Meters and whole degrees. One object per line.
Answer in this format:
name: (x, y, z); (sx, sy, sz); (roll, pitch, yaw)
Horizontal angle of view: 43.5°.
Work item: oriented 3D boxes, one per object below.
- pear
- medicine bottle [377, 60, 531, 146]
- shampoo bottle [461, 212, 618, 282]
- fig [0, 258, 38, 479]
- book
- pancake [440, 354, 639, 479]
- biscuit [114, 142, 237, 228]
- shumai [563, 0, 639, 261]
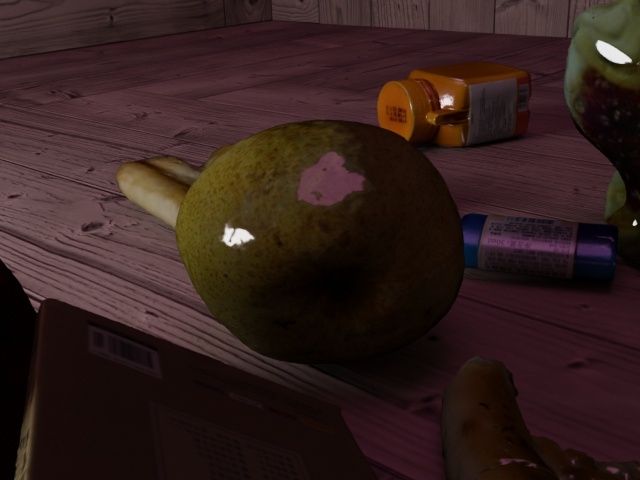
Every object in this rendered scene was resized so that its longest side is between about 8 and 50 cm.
pear: (0.000, 0.000, 0.636); (0.228, 0.189, 0.211); (-5, 14, -7)
medicine bottle: (0.210, -0.217, 1.287); (0.222, 0.112, 0.149); (-13, 24, -26)
shampoo bottle: (0.198, 0.005, 0.798); (0.182, 0.050, 0.087); (6, 25, 19)
fig: (-0.279, 0.065, 0.470); (0.223, 0.224, 0.263); (-15, 18, -30)
book: (-0.038, 0.133, 0.381); (0.216, 0.021, 0.310); (25, 11, -23)
pancake: (0.194, 0.151, 0.416); (0.197, 0.054, 0.376); (-17, 26, -35)
biscuit: (-0.095, -0.061, 0.983); (0.236, 0.062, 0.290); (-17, 25, -34)
shumai: (0.414, -0.162, 0.795); (0.347, 0.395, 0.395); (-3, 21, -8)
